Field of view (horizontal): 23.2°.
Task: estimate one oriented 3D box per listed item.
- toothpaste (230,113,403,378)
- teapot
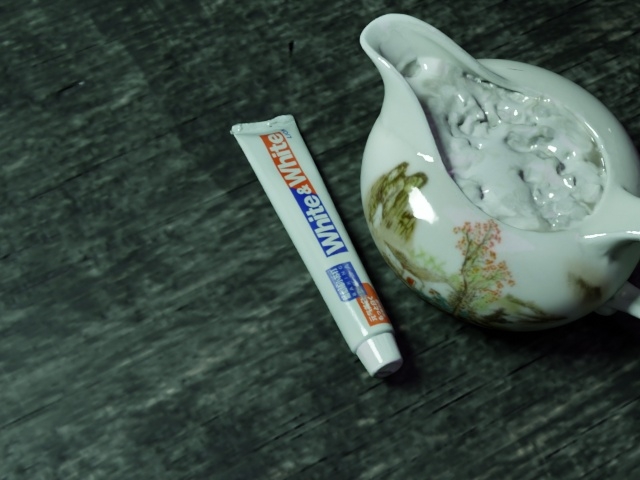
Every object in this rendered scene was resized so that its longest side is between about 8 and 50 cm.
[{"bbox_3d":[0.000,0.000,1.091,0.052,0.033,0.218,-14,61,-24],"label":"toothpaste"},{"bbox_3d":[0.141,-0.033,1.077,0.298,0.139,0.204,32,57,7],"label":"teapot"}]
